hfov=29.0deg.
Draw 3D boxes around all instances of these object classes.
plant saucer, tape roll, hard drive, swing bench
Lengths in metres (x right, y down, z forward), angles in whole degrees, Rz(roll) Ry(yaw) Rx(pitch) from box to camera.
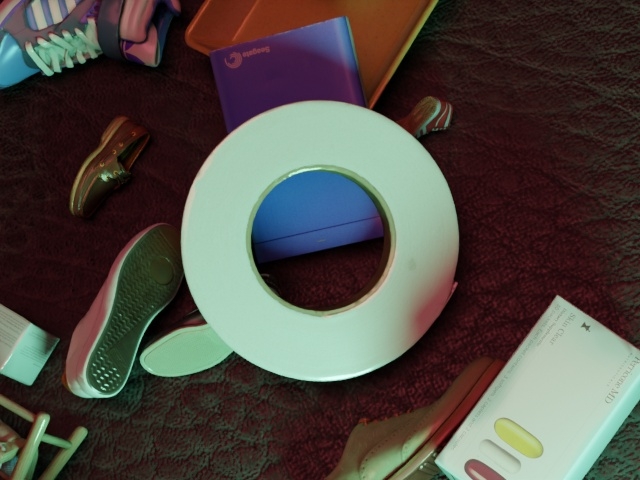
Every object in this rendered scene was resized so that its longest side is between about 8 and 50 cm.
[{"bbox_3d":[0.012,-0.363,1.914,0.332,0.081,0.333,28,81,20],"label":"plant saucer"},{"bbox_3d":[0.000,0.000,1.721,0.392,0.072,0.392,0,91,-7],"label":"tape roll"},{"bbox_3d":[-0.026,-0.143,1.802,0.210,0.040,0.319,-12,93,15],"label":"hard drive"},{"bbox_3d":[-0.520,0.316,1.776,0.253,0.165,0.255,26,80,19],"label":"swing bench"}]

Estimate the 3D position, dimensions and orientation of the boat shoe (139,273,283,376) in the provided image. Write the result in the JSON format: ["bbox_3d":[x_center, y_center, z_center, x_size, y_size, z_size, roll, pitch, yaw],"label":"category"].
[{"bbox_3d":[-0.159,0.124,1.812,0.233,0.084,0.079,-30,30,10],"label":"boat shoe"}]

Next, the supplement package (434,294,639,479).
[{"bbox_3d":[0.290,0.235,1.590,0.145,0.204,0.262,35,83,20],"label":"supplement package"}]

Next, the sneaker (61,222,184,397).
[{"bbox_3d":[-0.302,0.098,1.831,0.123,0.106,0.290,-13,43,51],"label":"sneaker"}]

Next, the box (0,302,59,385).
[{"bbox_3d":[-0.468,0.150,1.850,0.102,0.101,0.087,27,81,21],"label":"box"}]

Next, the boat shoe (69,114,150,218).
[{"bbox_3d":[-0.327,-0.110,1.920,0.060,0.064,0.178,24,77,21],"label":"boat shoe"}]

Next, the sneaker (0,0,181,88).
[{"bbox_3d":[-0.371,-0.320,1.961,0.236,0.130,0.323,39,79,25],"label":"sneaker"}]

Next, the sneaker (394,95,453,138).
[{"bbox_3d":[0.147,-0.169,1.846,0.118,0.067,0.042,-39,67,31],"label":"sneaker"}]

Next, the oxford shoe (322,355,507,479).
[{"bbox_3d":[0.107,0.268,1.670,0.348,0.123,0.130,-45,63,-5],"label":"oxford shoe"}]
